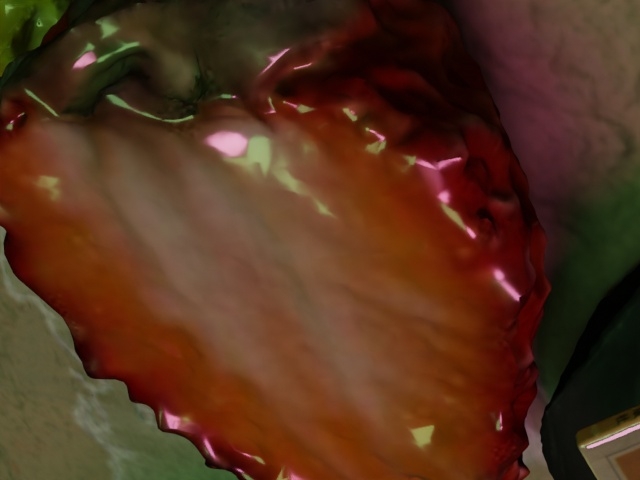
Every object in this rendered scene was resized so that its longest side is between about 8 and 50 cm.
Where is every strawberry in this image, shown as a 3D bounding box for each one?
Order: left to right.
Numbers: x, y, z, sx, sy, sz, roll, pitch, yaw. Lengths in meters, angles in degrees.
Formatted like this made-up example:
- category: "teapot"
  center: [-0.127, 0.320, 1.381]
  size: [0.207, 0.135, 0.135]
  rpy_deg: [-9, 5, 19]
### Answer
- category: "strawberry"
  center: [0.000, 0.000, 0.662]
  size: [0.265, 0.149, 0.336]
  rpy_deg: [-7, 127, 32]

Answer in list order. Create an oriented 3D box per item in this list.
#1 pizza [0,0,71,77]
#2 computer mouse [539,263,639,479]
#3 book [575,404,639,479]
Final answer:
- category: "pizza"
  center: [-0.186, -0.126, 0.738]
  size: [0.280, 0.075, 0.287]
  rpy_deg: [-13, 113, 42]
- category: "computer mouse"
  center: [0.203, 0.063, 0.589]
  size: [0.168, 0.087, 0.295]
  rpy_deg: [33, 133, 7]
- category: "book"
  center: [0.246, 0.093, 0.543]
  size: [0.242, 0.018, 0.170]
  rpy_deg: [-27, 112, 17]
